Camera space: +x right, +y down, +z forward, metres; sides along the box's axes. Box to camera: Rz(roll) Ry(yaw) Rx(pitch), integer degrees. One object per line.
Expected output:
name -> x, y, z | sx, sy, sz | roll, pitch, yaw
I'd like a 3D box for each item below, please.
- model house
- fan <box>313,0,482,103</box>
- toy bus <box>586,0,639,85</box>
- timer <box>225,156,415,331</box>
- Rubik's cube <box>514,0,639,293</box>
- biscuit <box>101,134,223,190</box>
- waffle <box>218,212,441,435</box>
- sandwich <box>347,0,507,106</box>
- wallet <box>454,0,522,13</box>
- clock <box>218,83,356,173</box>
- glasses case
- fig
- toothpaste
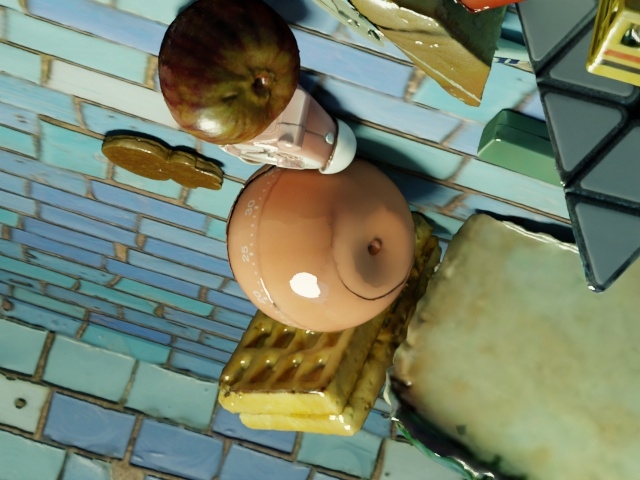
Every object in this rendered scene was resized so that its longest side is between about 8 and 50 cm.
model house -> 0.349, 0.225, 2.260 | 0.445, 0.395, 0.400 | 20, 166, 17
fan -> 0.033, -0.205, 1.568 | 0.329, 0.009, 0.191 | 39, 180, 31
toy bus -> 0.407, -0.163, 1.449 | 0.335, 0.121, 0.123 | 16, 149, 1
timer -> 0.000, 0.000, 2.116 | 0.215, 0.230, 0.229 | 10, 163, 47
Rubik's cube -> 0.305, -0.122, 1.616 | 0.228, 0.233, 0.229 | -16, -135, -32
biscuit -> -0.217, -0.109, 2.315 | 0.175, 0.026, 0.124 | 16, 164, 2
waffle -> 0.017, 0.107, 2.267 | 0.224, 0.328, 0.098 | -2, 136, 40
sandwich -> 0.109, -0.220, 1.568 | 0.096, 0.094, 0.258 | 2, 157, 44
wallet -> 0.171, -0.265, 1.415 | 0.204, 0.045, 0.142 | -5, 133, 49
clock -> -0.050, -0.137, 1.995 | 0.166, 0.093, 0.162 | 7, 170, 25
glasses case -> 0.275, -0.093, 1.905 | 0.184, 0.039, 0.078 | 18, 163, -8
fig -> -0.104, -0.201, 1.769 | 0.149, 0.202, 0.148 | -35, 156, 22
toothpaste -> 0.137, -0.203, 1.700 | 0.205, 0.036, 0.056 | 13, 177, -3
